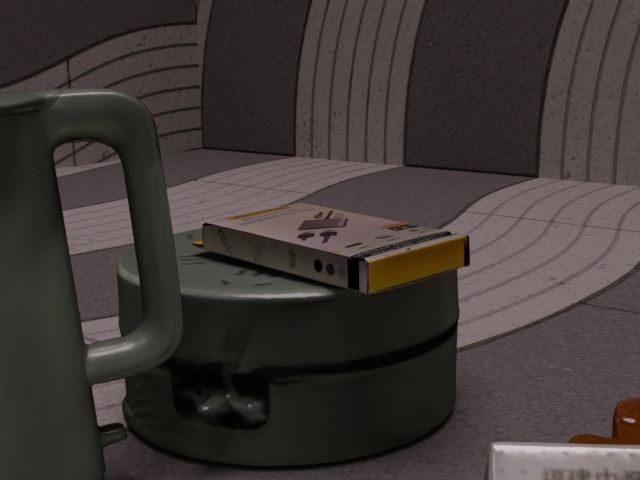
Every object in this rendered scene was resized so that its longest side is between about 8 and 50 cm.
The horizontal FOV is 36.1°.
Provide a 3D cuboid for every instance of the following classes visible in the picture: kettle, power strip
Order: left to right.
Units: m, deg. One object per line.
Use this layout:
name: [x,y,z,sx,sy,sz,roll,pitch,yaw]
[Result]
kettle: [-0.257,0.051,0.739,0.265,0.318,0.205,-2,12,14]
power strip: [-0.034,0.084,0.961,0.357,0.161,0.357,-1,12,0]

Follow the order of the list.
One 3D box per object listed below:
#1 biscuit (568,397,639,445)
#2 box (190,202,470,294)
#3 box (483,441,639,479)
biscuit: [0.269,0.193,0.709,0.306,0.043,0.284,-10,16,-29]
box: [0.000,0.000,0.895,0.129,0.033,0.247,-14,19,-42]
box: [0.236,0.170,0.439,0.330,0.095,0.210,1,-31,7]
